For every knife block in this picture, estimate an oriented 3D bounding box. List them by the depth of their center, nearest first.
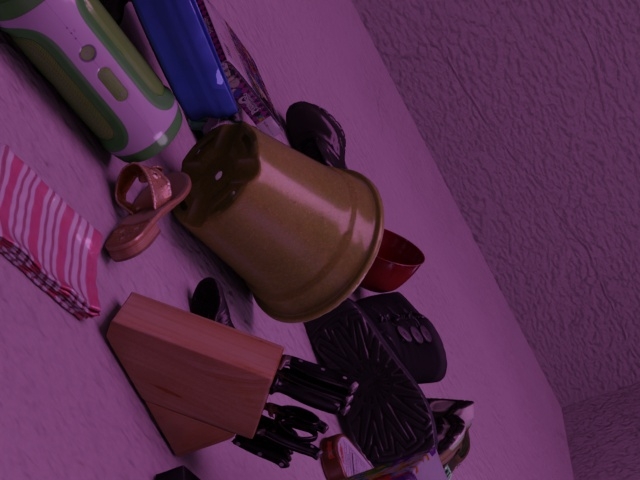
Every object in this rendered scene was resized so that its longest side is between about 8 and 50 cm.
[{"bbox_3d":[-0.100,0.162,1.453,0.276,0.242,0.088,63,17,-16],"label":"knife block"}]

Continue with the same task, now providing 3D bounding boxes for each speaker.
[{"bbox_3d":[-0.306,-0.239,1.527,0.296,0.131,0.131,53,22,-39],"label":"speaker"}]

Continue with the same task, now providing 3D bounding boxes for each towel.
[{"bbox_3d":[-0.320,-0.010,1.360,0.197,0.029,0.144,51,23,-44],"label":"towel"}]

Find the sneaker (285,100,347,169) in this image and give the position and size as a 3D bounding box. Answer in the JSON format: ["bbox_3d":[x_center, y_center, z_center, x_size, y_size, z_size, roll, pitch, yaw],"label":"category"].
[{"bbox_3d":[0.006,-0.158,2.437,0.286,0.109,0.130,62,25,-7],"label":"sneaker"}]

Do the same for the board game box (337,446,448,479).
[{"bbox_3d":[0.037,0.392,1.523,0.142,0.275,0.144,69,17,4],"label":"board game box"}]

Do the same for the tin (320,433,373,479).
[{"bbox_3d":[0.056,0.406,1.989,0.190,0.040,0.106,54,17,-39],"label":"tin"}]

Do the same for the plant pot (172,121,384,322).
[{"bbox_3d":[-0.085,-0.047,1.801,0.254,0.276,0.276,35,35,-41],"label":"plant pot"}]

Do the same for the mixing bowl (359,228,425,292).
[{"bbox_3d":[0.121,0.048,2.471,0.181,0.098,0.181,20,21,-8],"label":"mixing bowl"}]

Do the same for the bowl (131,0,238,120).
[{"bbox_3d":[-0.228,-0.355,1.699,0.391,0.077,0.391,158,-90,-90],"label":"bowl"}]

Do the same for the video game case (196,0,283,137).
[{"bbox_3d":[-0.160,-0.327,2.162,0.210,0.041,0.232,49,13,-46],"label":"video game case"}]

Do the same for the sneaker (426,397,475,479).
[{"bbox_3d":[0.238,0.444,2.351,0.410,0.158,0.182,-18,104,-68],"label":"sneaker"}]

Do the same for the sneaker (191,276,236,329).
[{"bbox_3d":[-0.141,0.144,1.688,0.089,0.051,0.170,38,38,-59],"label":"sneaker"}]

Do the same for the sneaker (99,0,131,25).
[{"bbox_3d":[-0.308,-0.348,1.672,0.130,0.087,0.227,49,6,-46],"label":"sneaker"}]

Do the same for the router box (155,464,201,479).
[{"bbox_3d":[-0.146,0.377,1.379,0.133,0.046,0.179,52,22,-41],"label":"router box"}]

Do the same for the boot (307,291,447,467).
[{"bbox_3d":[0.156,0.272,2.267,0.367,0.146,0.445,65,13,11],"label":"boot"}]

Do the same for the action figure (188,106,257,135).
[{"bbox_3d":[-0.154,-0.187,2.053,0.137,0.063,0.232,64,13,-2],"label":"action figure"}]

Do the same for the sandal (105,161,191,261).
[{"bbox_3d":[-0.242,-0.067,1.572,0.240,0.088,0.079,-72,143,-58],"label":"sandal"}]
